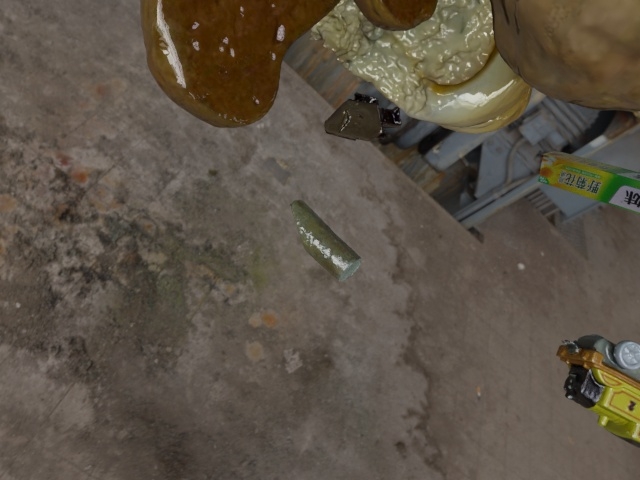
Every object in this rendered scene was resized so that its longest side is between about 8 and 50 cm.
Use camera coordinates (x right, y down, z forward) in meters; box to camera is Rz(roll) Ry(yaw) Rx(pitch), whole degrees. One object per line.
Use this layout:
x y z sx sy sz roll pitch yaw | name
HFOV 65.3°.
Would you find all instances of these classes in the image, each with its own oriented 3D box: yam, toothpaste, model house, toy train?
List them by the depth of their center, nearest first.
0.368 -0.074 0.641 0.037 0.043 0.178 -16 31 -30 | toothpaste
0.434 0.215 0.715 0.219 0.089 0.127 28 81 -3 | toy train
0.000 0.000 1.429 0.259 0.106 0.106 43 41 11 | yam
0.143 -0.354 1.480 0.203 0.141 0.164 27 19 32 | model house

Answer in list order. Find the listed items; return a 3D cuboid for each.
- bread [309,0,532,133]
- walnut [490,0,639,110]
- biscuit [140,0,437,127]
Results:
0.170 -0.348 0.839 0.424 0.329 0.245 51 -2 23 | bread
0.262 -0.238 0.374 0.285 0.285 0.296 46 59 -7 | walnut
-0.004 -0.293 0.418 0.432 0.064 0.283 -46 120 -17 | biscuit
